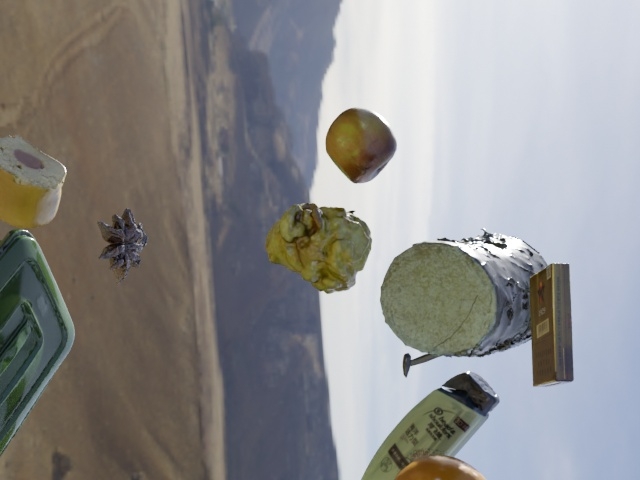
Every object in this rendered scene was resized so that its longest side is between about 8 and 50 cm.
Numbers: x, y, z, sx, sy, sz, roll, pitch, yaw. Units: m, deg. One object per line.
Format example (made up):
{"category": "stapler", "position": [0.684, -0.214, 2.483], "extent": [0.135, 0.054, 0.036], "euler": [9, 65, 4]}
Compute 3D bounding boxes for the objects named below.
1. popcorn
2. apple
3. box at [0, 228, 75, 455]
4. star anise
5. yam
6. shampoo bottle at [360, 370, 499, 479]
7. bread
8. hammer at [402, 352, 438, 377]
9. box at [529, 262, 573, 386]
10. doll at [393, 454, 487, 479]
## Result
{"category": "popcorn", "position": [0.000, 0.000, 1.932], "extent": [0.192, 0.233, 0.266], "euler": [-57, 151, -15]}
{"category": "apple", "position": [0.088, -0.213, 1.976], "extent": [0.147, 0.146, 0.163], "euler": [45, 1, 8]}
{"category": "box", "position": [-0.526, 0.161, 1.316], "extent": [0.328, 0.178, 0.252], "euler": [-65, 150, -49]}
{"category": "star anise", "position": [-0.495, 0.017, 2.245], "extent": [0.182, 0.065, 0.195], "euler": [-5, 101, -68]}
{"category": "yam", "position": [0.265, 0.094, 1.596], "extent": [0.348, 0.241, 0.240], "euler": [-1, 87, -60]}
{"category": "shampoo bottle", "position": [0.222, 0.424, 1.905], "extent": [0.134, 0.359, 0.078], "euler": [46, 17, 30]}
{"category": "bread", "position": [-0.506, -0.089, 1.511], "extent": [0.085, 0.134, 0.173], "euler": [-60, -177, -38]}
{"category": "hammer", "position": [0.252, 0.224, 1.797], "extent": [0.013, 0.199, 0.062], "euler": [-126, -151, -44]}
{"category": "box", "position": [0.262, 0.099, 1.021], "extent": [0.090, 0.023, 0.133], "euler": [108, -16, -74]}
{"category": "doll", "position": [0.206, 0.509, 1.625], "extent": [0.236, 0.214, 0.213], "euler": [-41, 135, -51]}
